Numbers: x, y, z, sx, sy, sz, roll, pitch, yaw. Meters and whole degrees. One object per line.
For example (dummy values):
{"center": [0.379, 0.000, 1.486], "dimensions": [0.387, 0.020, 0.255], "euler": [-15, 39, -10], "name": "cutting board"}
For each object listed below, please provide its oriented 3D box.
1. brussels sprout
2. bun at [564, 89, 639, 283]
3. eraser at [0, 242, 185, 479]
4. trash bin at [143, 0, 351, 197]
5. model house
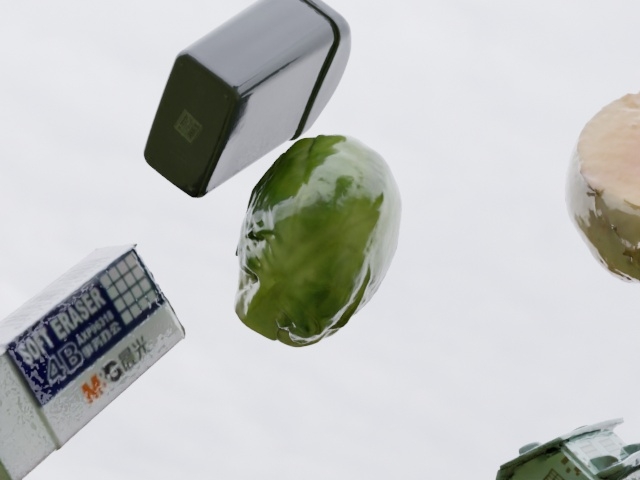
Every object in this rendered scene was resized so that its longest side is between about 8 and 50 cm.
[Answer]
{"center": [0.000, 0.000, 1.643], "dimensions": [0.161, 0.223, 0.223], "euler": [14, -36, -9], "name": "brussels sprout"}
{"center": [0.400, -0.031, 1.683], "dimensions": [0.299, 0.299, 0.165], "euler": [-2, -53, 11], "name": "bun"}
{"center": [-0.267, 0.124, 1.649], "dimensions": [0.086, 0.287, 0.130], "euler": [-12, -71, 40], "name": "eraser"}
{"center": [-0.069, -0.162, 1.698], "dimensions": [0.101, 0.236, 0.177], "euler": [38, -46, 12], "name": "trash bin"}
{"center": [0.339, 0.332, 1.991], "dimensions": [0.198, 0.215, 0.224], "euler": [-54, -23, 20], "name": "model house"}
